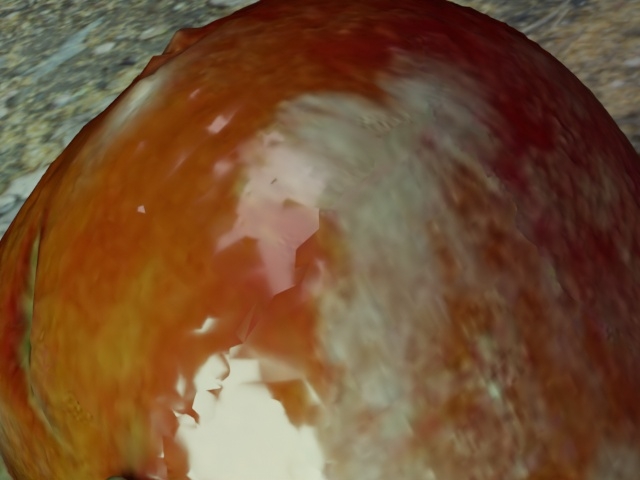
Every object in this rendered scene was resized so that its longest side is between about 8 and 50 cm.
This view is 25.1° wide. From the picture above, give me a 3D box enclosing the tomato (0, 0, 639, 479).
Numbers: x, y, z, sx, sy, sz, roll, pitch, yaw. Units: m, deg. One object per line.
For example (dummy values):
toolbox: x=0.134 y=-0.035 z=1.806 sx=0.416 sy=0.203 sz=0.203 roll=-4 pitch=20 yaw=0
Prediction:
tomato: x=-0.004 y=-0.002 z=0.502 sx=0.309 sy=0.170 sz=0.309 roll=-15 pitch=34 yaw=11
